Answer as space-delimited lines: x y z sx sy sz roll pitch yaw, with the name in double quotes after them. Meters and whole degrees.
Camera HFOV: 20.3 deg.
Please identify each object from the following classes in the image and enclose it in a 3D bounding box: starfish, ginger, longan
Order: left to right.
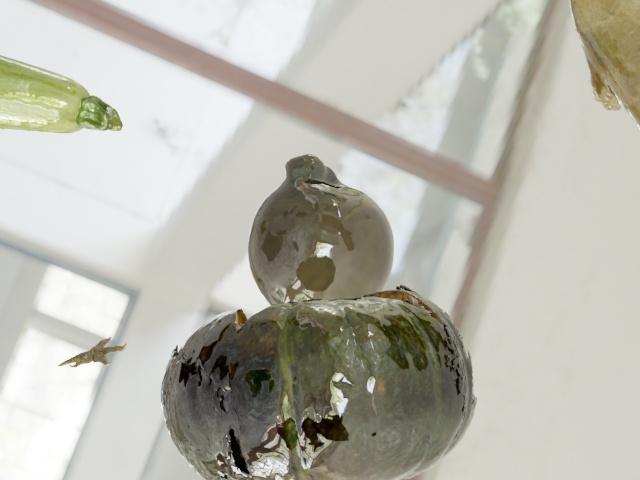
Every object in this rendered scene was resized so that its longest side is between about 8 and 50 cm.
-0.290 0.145 2.273 0.086 0.092 0.016 -85 159 -74 "starfish"
0.000 0.000 2.091 0.159 0.185 0.204 -13 -90 46 "longan"
0.380 -0.132 1.771 0.375 0.166 0.236 56 -10 41 "ginger"

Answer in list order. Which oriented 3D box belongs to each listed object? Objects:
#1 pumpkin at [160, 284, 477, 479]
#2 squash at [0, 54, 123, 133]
0.001 0.152 1.766 0.320 0.320 0.192 152 -71 -72 "pumpkin"
-0.315 -0.147 1.872 0.094 0.224 0.094 13 90 -90 "squash"
